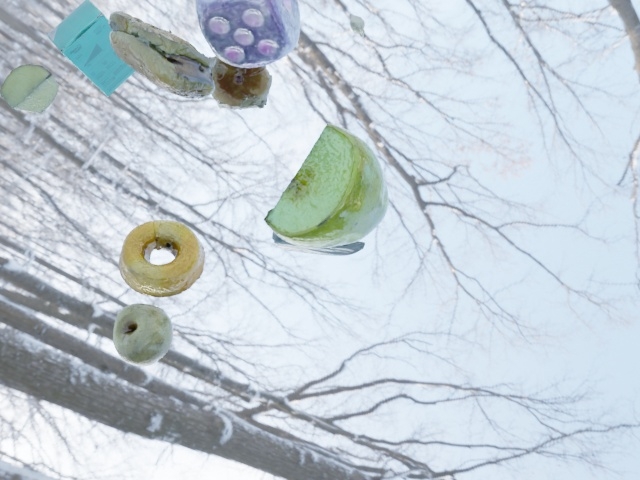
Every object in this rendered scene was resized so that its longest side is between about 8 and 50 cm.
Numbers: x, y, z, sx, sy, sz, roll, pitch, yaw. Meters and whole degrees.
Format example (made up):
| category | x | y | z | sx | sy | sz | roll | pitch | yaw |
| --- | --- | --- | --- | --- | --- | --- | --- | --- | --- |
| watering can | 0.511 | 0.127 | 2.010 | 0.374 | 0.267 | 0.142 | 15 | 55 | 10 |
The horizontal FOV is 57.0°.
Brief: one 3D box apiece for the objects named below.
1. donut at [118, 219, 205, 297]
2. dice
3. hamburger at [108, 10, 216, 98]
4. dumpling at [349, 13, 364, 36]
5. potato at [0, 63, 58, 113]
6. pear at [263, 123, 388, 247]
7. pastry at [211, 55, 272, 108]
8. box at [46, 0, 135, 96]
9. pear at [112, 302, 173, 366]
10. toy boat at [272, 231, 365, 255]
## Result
| category | x | y | z | sx | sy | sz | roll | pitch | yaw |
| --- | --- | --- | --- | --- | --- | --- | --- | --- | --- |
| donut | -0.557 | 0.050 | 2.056 | 0.110 | 0.303 | 0.303 | 102 | 4 | -63 |
| dice | -0.230 | -0.749 | 1.921 | 0.271 | 0.270 | 0.270 | -5 | -123 | 17 |
| hamburger | -0.402 | -0.463 | 1.504 | 0.285 | 0.265 | 0.134 | 32 | -71 | 25 |
| dumpling | 0.118 | -0.704 | 1.943 | 0.052 | 0.076 | 0.057 | -58 | 173 | -31 |
| potato | -0.773 | -0.422 | 1.602 | 0.149 | 0.081 | 0.120 | -37 | 180 | 9 |
| pear | 0.065 | -0.104 | 1.649 | 0.238 | 0.318 | 0.342 | 37 | -84 | 35 |
| pastry | -0.312 | -0.622 | 2.270 | 0.121 | 0.257 | 0.235 | 172 | -85 | -78 |
| box | -0.818 | -0.701 | 2.169 | 0.205 | 0.311 | 0.118 | -46 | -110 | -3 |
| pear | -0.478 | 0.252 | 1.595 | 0.167 | 0.136 | 0.167 | -11 | -113 | 26 |
| toy boat | 0.000 | 0.000 | 1.876 | 0.320 | 0.141 | 0.092 | 7 | -94 | 32 |
